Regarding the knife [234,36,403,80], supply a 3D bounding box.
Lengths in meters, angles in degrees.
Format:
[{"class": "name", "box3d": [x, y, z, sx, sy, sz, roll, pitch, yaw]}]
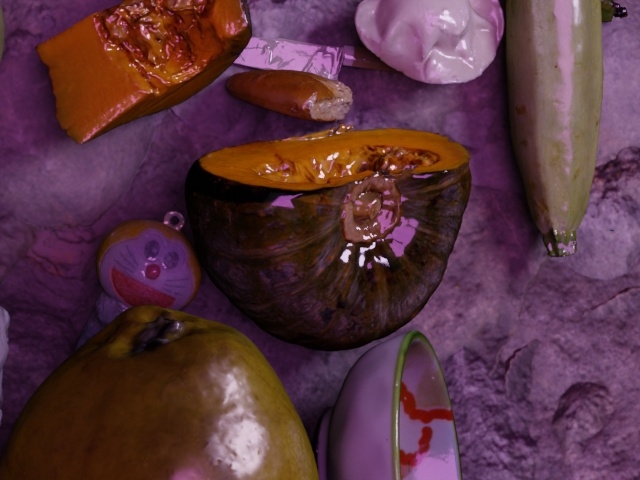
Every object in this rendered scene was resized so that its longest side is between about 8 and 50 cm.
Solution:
[{"class": "knife", "box3d": [0.014, -0.207, 1.945, 0.298, 0.017, 0.047, 5, 90, -15]}]

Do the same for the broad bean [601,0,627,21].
[{"class": "broad bean", "box3d": [0.303, -0.344, 2.015, 0.061, 0.046, 0.195, -30, 100, -11]}]

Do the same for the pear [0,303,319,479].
[{"class": "pear", "box3d": [-0.163, 0.278, 1.712, 0.352, 0.352, 0.413, 10, 95, -15]}]

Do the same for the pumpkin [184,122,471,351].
[{"class": "pumpkin", "box3d": [0.000, 0.000, 1.852, 0.325, 0.242, 0.232, -6, 115, -25]}]

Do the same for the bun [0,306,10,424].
[{"class": "bun", "box3d": [-0.422, 0.134, 1.669, 0.194, 0.354, 0.354, -8, 89, -38]}]

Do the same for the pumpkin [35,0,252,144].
[{"class": "pumpkin", "box3d": [-0.186, -0.213, 1.844, 0.248, 0.126, 0.131, -29, 90, 2]}]

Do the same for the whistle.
[{"class": "whistle", "box3d": [-0.206, 0.067, 1.827, 0.123, 0.123, 0.223, 28, 95, -12]}]

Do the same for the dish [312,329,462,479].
[{"class": "dish", "box3d": [0.064, 0.265, 1.818, 0.124, 0.324, 0.324, -7, 89, 16]}]

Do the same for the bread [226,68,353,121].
[{"class": "bread", "box3d": [-0.044, -0.169, 1.892, 0.136, 0.154, 0.054, 12, 94, 19]}]

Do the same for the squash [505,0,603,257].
[{"class": "squash", "box3d": [0.277, -0.167, 1.967, 0.118, 0.118, 0.371, -5, 95, -16]}]

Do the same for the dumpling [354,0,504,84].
[{"class": "dumpling", "box3d": [0.129, -0.233, 1.926, 0.169, 0.100, 0.134, -3, 66, -43]}]

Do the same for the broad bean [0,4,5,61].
[{"class": "broad bean", "box3d": [-0.425, -0.213, 1.790, 0.169, 0.100, 0.228, 23, 69, -21]}]
